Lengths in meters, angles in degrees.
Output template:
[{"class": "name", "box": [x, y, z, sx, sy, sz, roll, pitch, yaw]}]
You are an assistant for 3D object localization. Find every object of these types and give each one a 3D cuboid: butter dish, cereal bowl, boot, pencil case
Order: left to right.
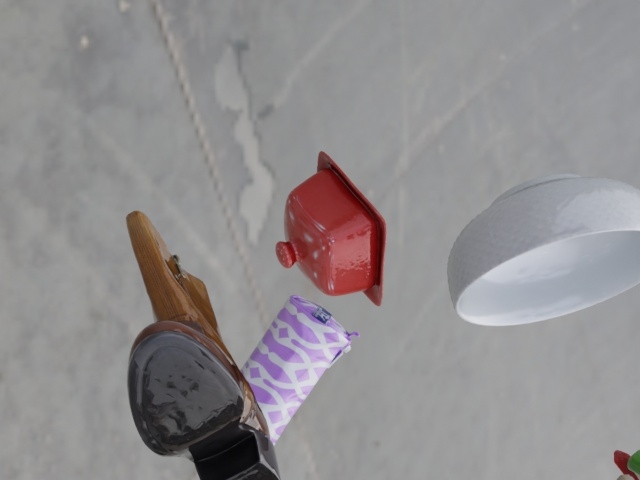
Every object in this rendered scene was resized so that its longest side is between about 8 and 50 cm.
[{"class": "boot", "box": [-0.125, 0.072, 1.308, 0.264, 0.096, 0.280, 52, 13, -49]}, {"class": "pencil case", "box": [-0.046, 0.156, 1.525, 0.206, 0.088, 0.086, -55, -177, 6]}, {"class": "butter dish", "box": [0.000, 0.000, 1.765, 0.118, 0.160, 0.160, -21, 139, -22]}, {"class": "cereal bowl", "box": [0.343, 0.000, 2.147, 0.339, 0.339, 0.141, 33, 38, -59]}]

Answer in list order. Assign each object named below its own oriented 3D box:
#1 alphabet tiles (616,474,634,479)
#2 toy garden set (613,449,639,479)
[{"class": "alphabet tiles", "box": [0.203, 0.325, 0.885, 0.011, 0.285, 0.342, 10, 123, -39]}, {"class": "toy garden set", "box": [0.354, 0.308, 1.383, 0.049, 0.204, 0.244, -38, 105, -9]}]
